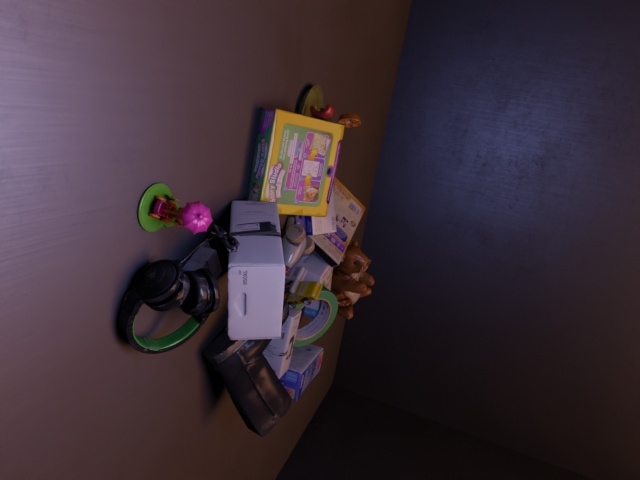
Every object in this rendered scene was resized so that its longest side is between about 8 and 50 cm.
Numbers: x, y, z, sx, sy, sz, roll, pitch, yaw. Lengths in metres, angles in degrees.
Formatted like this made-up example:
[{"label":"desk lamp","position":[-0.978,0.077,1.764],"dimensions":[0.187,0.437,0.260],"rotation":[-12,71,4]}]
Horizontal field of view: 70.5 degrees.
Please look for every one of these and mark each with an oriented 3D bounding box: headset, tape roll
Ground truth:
[{"label":"headset","position":[-0.357,0.138,1.204],"dimensions":[0.243,0.185,0.394],"rotation":[24,96,-54]},{"label":"tape roll","position":[-0.064,0.356,2.160],"dimensions":[0.321,0.077,0.321],"rotation":[-22,130,-29]}]

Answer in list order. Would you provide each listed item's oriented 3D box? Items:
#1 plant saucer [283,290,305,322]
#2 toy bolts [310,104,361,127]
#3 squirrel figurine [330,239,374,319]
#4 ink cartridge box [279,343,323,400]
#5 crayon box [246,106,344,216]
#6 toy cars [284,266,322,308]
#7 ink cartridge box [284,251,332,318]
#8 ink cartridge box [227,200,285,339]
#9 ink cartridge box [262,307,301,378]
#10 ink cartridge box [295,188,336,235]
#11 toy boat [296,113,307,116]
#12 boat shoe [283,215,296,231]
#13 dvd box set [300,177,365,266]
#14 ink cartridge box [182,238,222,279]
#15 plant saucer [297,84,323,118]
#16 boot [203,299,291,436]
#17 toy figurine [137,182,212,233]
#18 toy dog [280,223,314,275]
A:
[{"label":"plant saucer","position":[-0.192,0.369,2.166],"dimensions":[0.310,0.050,0.310],"rotation":[-35,139,-38]},{"label":"toy bolts","position":[0.050,-0.464,1.939],"dimensions":[0.228,0.218,0.158],"rotation":[20,72,-67]},{"label":"squirrel figurine","position":[0.113,0.172,2.587],"dimensions":[0.281,0.397,0.370],"rotation":[-35,141,-40]},{"label":"ink cartridge box","position":[-0.178,0.607,2.161],"dimensions":[0.395,0.270,0.151],"rotation":[-17,118,-72]},{"label":"crayon box","position":[-0.091,-0.278,1.679],"dimensions":[0.313,0.106,0.363],"rotation":[2,106,-38]},{"label":"toy cars","position":[-0.123,0.187,1.987],"dimensions":[0.176,0.087,0.394],"rotation":[-44,-156,-5]},{"label":"ink cartridge box","position":[-0.063,0.215,2.317],"dimensions":[0.198,0.197,0.270],"rotation":[-52,152,-54]},{"label":"ink cartridge box","position":[-0.212,0.085,1.467],"dimensions":[0.395,0.166,0.285],"rotation":[-104,-164,-57]},{"label":"ink cartridge box","position":[-0.223,0.417,1.951],"dimensions":[0.121,0.211,0.289],"rotation":[-22,127,-72]},{"label":"ink cartridge box","position":[-0.022,-0.137,2.125],"dimensions":[0.224,0.045,0.223],"rotation":[-10,96,-43]},{"label":"toy boat","position":[-0.097,-0.382,1.821],"dimensions":[0.151,0.151,0.231],"rotation":[-25,135,-29]},{"label":"boat shoe","position":[-0.143,-0.047,2.081],"dimensions":[0.050,0.045,0.135],"rotation":[42,61,-61]},{"label":"dvd box set","position":[0.047,-0.117,2.292],"dimensions":[0.307,0.062,0.420],"rotation":[43,51,-20]},{"label":"ink cartridge box","position":[-0.370,0.092,1.424],"dimensions":[0.104,0.060,0.180],"rotation":[86,25,-46]},{"label":"plant saucer","position":[-0.048,-0.548,1.957],"dimensions":[0.241,0.037,0.241],"rotation":[15,90,-74]},{"label":"boot","position":[-0.206,0.500,1.782],"dimensions":[0.367,0.146,0.445],"rotation":[-34,117,-22]},{"label":"toy figurine","position":[-0.351,-0.061,1.172],"dimensions":[0.173,0.159,0.130],"rotation":[44,63,-73]},{"label":"toy dog","position":[-0.174,0.062,1.954],"dimensions":[0.334,0.161,0.220],"rotation":[-44,142,-36]}]
